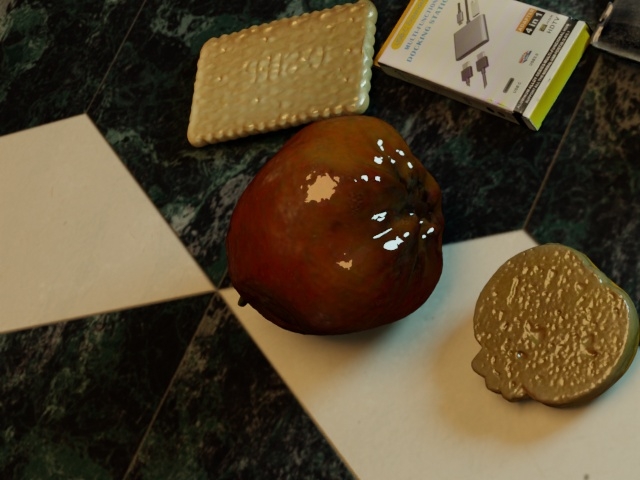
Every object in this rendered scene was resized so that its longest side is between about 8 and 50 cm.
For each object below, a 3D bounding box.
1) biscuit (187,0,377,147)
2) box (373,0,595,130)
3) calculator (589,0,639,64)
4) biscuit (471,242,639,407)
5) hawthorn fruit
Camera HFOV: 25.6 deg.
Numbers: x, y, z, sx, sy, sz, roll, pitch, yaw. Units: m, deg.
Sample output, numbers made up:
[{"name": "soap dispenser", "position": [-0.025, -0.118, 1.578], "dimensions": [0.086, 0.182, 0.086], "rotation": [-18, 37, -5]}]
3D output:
[{"name": "biscuit", "position": [-0.046, -0.197, 1.690], "dimensions": [0.250, 0.030, 0.160], "rotation": [-10, 60, 29]}, {"name": "box", "position": [0.171, -0.217, 1.575], "dimensions": [0.247, 0.033, 0.129], "rotation": [25, 81, 37]}, {"name": "calculator", "position": [0.369, -0.238, 1.385], "dimensions": [0.161, 0.021, 0.262], "rotation": [-63, 25, 8]}, {"name": "biscuit", "position": [0.226, 0.092, 1.376], "dimensions": [0.170, 0.050, 0.170], "rotation": [-12, 67, 30]}, {"name": "hawthorn fruit", "position": [0.000, 0.000, 1.458], "dimensions": [0.261, 0.224, 0.224], "rotation": [-24, 55, 34]}]
